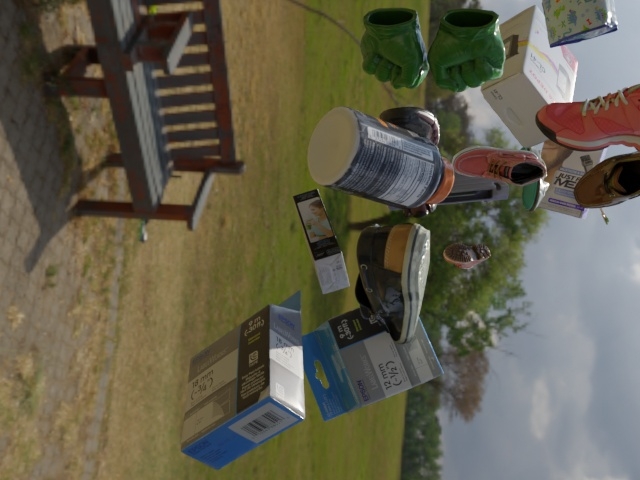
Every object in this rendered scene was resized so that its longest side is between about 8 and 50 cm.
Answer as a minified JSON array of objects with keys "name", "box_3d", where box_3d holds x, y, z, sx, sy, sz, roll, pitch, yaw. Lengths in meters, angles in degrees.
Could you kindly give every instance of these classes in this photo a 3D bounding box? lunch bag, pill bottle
[{"name":"lunch bag","box_3d":[0.585,-0.522,1.548,0.096,0.151,0.129,-8,90,-48]},{"name":"pill bottle","box_3d":[0.110,-0.125,1.122,0.130,0.245,0.131,-19,-115,48]}]

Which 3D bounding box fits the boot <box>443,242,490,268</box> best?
[{"name":"boot","box_3d":[0.386,0.051,1.870,0.084,0.157,0.059,-44,-127,46]}]

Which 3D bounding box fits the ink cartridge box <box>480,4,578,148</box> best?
[{"name":"ink cartridge box","box_3d":[0.554,-0.430,1.782,0.226,0.131,0.306,42,48,-25]}]

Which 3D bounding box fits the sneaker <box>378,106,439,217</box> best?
[{"name":"sneaker","box_3d":[0.183,-0.133,1.291,0.281,0.106,0.163,37,50,-64]}]

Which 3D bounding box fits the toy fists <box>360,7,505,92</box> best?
[{"name":"toy fists","box_3d":[0.205,-0.349,1.274,0.142,0.279,0.096,74,33,-44]}]

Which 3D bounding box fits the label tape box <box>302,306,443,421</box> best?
[{"name":"label tape box","box_3d":[0.123,0.313,1.845,0.115,0.347,0.249,82,-13,-76]}]

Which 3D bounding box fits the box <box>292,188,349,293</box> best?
[{"name":"box","box_3d":[0.000,0.000,2.089,0.169,0.087,0.290,75,-3,-48]}]

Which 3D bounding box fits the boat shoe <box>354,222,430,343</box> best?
[{"name":"boat shoe","box_3d":[0.166,0.103,1.588,0.500,0.155,0.187,74,28,-63]}]

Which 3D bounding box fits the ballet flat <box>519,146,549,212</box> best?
[{"name":"ballet flat","box_3d":[0.570,-0.163,1.791,0.072,0.068,0.213,124,-25,-53]}]

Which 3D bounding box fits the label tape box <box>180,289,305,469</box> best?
[{"name":"label tape box","box_3d":[-0.153,0.249,1.362,0.106,0.240,0.334,39,28,-31]}]

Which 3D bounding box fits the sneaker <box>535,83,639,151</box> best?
[{"name":"sneaker","box_3d":[0.570,-0.246,1.276,0.136,0.313,0.116,80,28,-43]}]

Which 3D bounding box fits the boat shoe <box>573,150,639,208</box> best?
[{"name":"boat shoe","box_3d":[0.675,-0.144,1.512,0.307,0.104,0.111,-33,-104,57]}]

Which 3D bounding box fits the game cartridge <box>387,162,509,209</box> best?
[{"name":"game cartridge","box_3d":[0.354,-0.166,2.037,0.230,0.354,0.068,-109,-166,-68]}]

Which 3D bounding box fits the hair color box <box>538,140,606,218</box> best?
[{"name":"hair color box","box_3d":[0.806,-0.255,2.185,0.110,0.185,0.339,1,105,-61]}]

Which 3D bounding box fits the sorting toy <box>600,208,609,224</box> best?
[{"name":"sorting toy","box_3d":[0.959,-0.082,2.289,0.062,0.012,0.083,51,24,-39]}]

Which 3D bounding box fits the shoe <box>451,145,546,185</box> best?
[{"name":"shoe","box_3d":[0.358,-0.149,1.363,0.081,0.177,0.064,-90,-179,-68]}]
